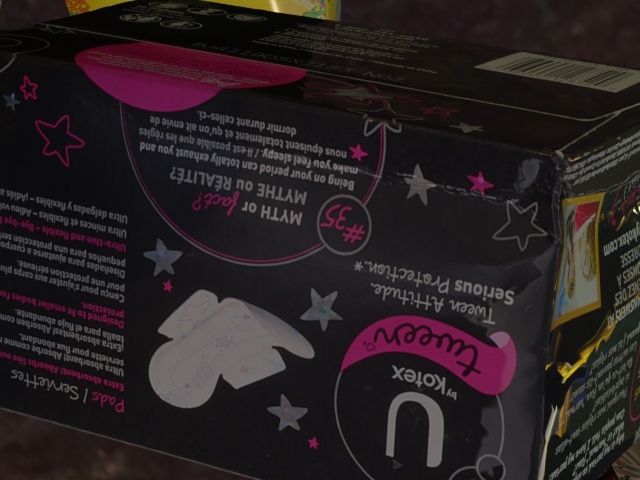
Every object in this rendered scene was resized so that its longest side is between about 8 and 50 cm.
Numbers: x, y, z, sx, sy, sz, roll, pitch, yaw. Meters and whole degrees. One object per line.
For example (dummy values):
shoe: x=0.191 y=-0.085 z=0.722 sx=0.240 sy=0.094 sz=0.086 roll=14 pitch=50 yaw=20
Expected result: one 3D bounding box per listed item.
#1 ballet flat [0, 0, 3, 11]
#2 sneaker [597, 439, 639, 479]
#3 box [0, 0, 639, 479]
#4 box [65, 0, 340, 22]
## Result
ballet flat: x=-0.187 y=-0.042 z=0.576 sx=0.203 sy=0.074 sz=0.074 roll=-21 pitch=135 yaw=0
sneaker: x=0.274 y=0.191 z=1.446 sx=0.092 sy=0.225 sz=0.088 roll=-40 pitch=121 yaw=-31
box: x=0.000 y=0.000 z=0.714 sx=0.163 sy=0.247 sz=0.142 roll=-25 pitch=123 yaw=-58
box: x=-0.077 y=-0.288 z=1.271 sx=0.177 sy=0.290 sz=0.279 roll=-1 pitch=152 yaw=4
